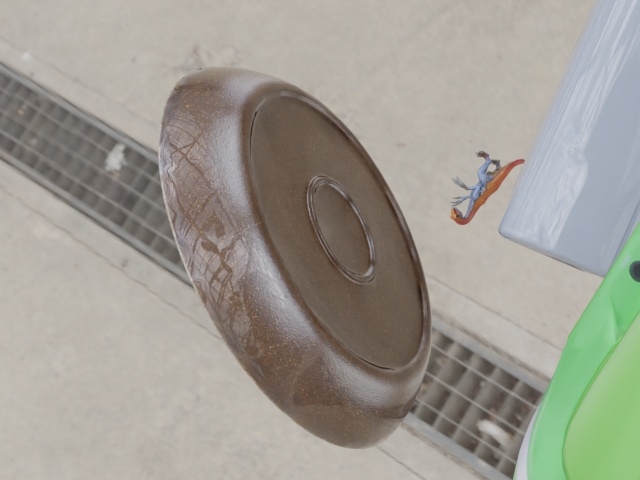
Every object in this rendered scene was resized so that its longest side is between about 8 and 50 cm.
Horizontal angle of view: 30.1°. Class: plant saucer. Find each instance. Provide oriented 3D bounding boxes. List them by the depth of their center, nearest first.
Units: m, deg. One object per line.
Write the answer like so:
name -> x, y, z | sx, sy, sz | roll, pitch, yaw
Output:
plant saucer -> 0.000, 0.000, 0.884 | 0.050, 0.310, 0.311 | -26, 58, 26

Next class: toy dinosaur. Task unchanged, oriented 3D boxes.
toy dinosaur -> 0.174, -0.055, 1.300 | 0.090, 0.047, 0.082 | 1, 72, 34

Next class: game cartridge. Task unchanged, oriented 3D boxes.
game cartridge -> 0.273, -0.036, 0.672 | 0.297, 0.062, 0.198 | 22, 97, -3

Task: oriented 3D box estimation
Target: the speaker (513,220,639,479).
speaker -> 0.176, 0.026, 0.434 | 0.131, 0.131, 0.297 | 54, 137, 35
